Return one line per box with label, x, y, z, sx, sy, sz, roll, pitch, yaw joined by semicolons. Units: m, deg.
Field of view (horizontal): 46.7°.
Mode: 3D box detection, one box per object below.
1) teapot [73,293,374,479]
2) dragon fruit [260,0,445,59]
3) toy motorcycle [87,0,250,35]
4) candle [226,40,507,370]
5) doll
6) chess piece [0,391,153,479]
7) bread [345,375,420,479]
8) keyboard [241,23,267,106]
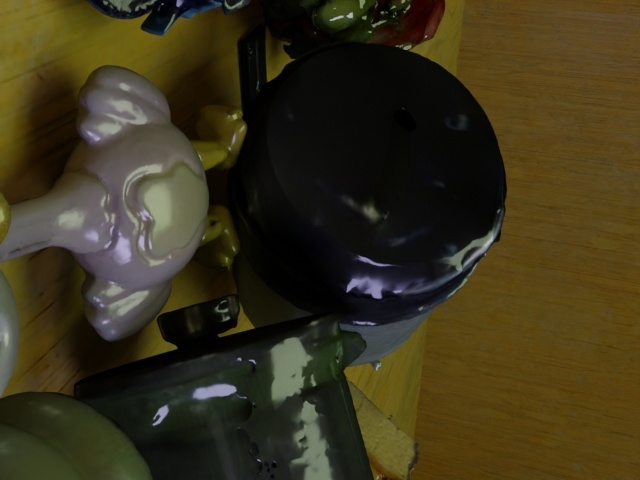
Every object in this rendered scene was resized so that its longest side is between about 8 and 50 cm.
teapot;-0.067;0.211;0.487;0.200;0.270;0.337;145;-70;-79
dragon fruit;0.019;-0.229;0.691;0.200;0.198;0.269;-58;-175;47
toy motorcycle;-0.086;-0.253;0.384;0.182;0.124;0.272;-43;144;-32
candle;0.022;-0.006;0.677;0.342;0.221;0.221;111;-4;-66
doll;-0.139;-0.008;0.366;0.365;0.094;0.160;-33;128;-71
chess piece;-0.178;0.149;0.269;0.243;0.133;0.133;-13;112;-67
bread;0.065;0.343;1.199;0.240;0.178;0.135;-53;151;-56
keyboard;-0.062;-0.132;0.735;0.053;0.010;0.155;-62;157;-52
